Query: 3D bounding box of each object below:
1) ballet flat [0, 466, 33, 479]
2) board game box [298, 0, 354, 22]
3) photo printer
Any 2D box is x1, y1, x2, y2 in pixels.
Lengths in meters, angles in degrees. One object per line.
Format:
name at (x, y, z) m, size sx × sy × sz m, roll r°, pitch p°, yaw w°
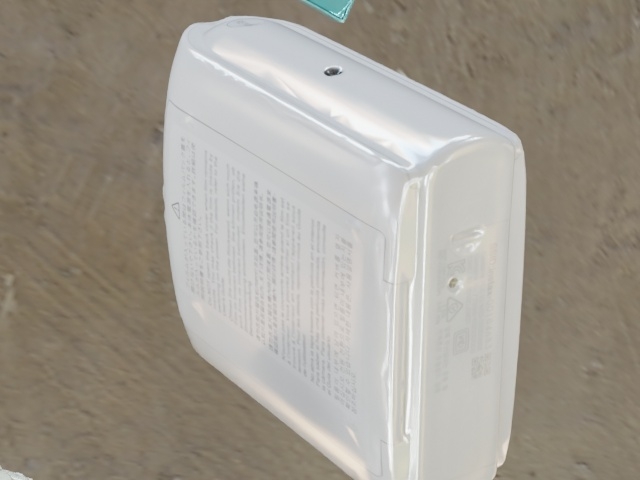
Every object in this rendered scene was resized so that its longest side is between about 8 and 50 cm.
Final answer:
ballet flat at (-0.169, 0.236, 1.182) m, size 0.409 × 0.147 × 0.147 m, roll 17°, pitch 85°, yaw 48°
board game box at (-0.012, -0.414, 1.702) m, size 0.254 × 0.079 × 0.336 m, roll 28°, pitch 93°, yaw -10°
photo printer at (0.000, 0.000, 1.174) m, size 0.307 × 0.107 × 0.256 m, roll 32°, pitch 130°, yaw 48°
